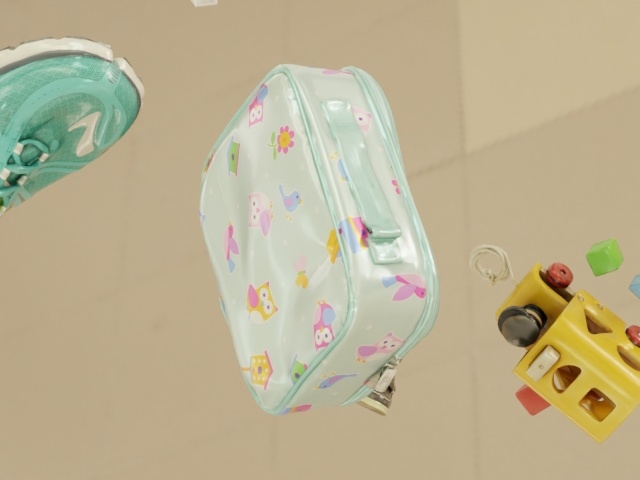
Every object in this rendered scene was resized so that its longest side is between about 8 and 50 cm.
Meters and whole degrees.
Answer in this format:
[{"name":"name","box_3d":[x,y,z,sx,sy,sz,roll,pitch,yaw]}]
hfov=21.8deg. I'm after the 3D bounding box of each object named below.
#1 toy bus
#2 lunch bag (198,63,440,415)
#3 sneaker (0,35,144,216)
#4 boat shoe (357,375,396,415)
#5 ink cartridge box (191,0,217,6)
[{"name":"toy bus","box_3d":[0.239,0.106,1.649,0.202,0.191,0.104,-3,21,28]},{"name":"lunch bag","box_3d":[0.000,0.000,1.423,0.224,0.107,0.279,-49,50,46]},{"name":"sneaker","box_3d":[-0.230,-0.038,1.122,0.275,0.107,0.110,-30,38,22]},{"name":"boat shoe","box_3d":[0.051,0.144,1.714,0.049,0.056,0.152,-60,7,2]},{"name":"ink cartridge box","box_3d":[-0.138,-0.332,1.894,0.029,0.115,0.063,-10,36,-20]}]
